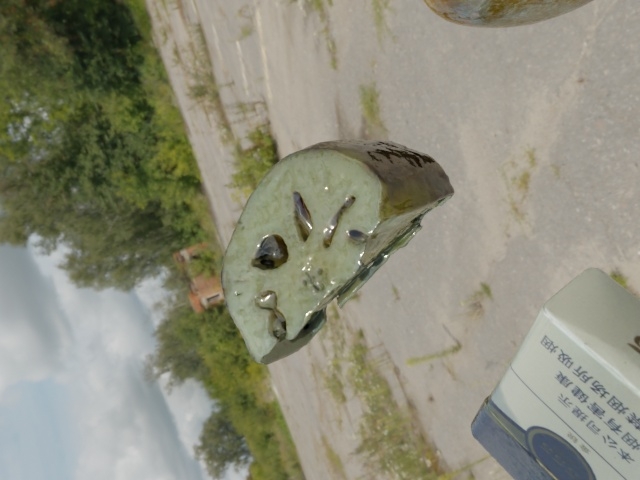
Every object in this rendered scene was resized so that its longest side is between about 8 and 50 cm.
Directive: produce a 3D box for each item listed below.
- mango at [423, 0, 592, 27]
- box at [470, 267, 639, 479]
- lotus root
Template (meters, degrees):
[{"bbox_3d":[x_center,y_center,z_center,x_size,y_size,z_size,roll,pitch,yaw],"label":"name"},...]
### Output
[{"bbox_3d":[0.301,-0.398,0.904,0.193,0.317,0.146,27,-119,-70],"label":"mango"},{"bbox_3d":[0.229,0.158,0.523,0.168,0.071,0.259,44,152,28],"label":"box"},{"bbox_3d":[0.000,0.000,0.577,0.138,0.234,0.119,46,-155,23],"label":"lotus root"}]
